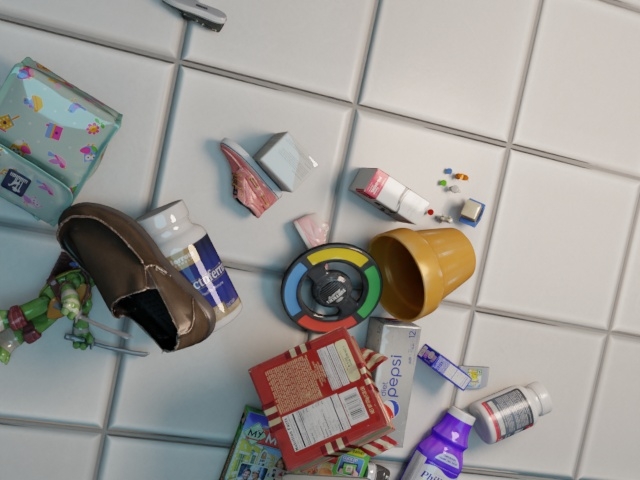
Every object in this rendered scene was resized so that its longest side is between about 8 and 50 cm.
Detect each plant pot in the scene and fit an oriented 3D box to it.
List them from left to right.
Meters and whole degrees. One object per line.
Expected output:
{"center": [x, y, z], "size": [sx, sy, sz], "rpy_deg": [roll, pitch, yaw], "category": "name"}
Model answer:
{"center": [0.237, 0.056, 1.714], "size": [0.188, 0.205, 0.205], "rpy_deg": [-19, 102, -30], "category": "plant pot"}

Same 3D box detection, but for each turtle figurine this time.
{"center": [-0.504, 0.173, 1.497], "size": [0.266, 0.198, 0.275], "rpy_deg": [-25, 99, -11], "category": "turtle figurine"}

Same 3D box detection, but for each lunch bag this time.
{"center": [-0.539, -0.181, 1.470], "size": [0.223, 0.160, 0.262], "rpy_deg": [32, 98, -20], "category": "lunch bag"}

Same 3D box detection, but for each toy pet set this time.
{"center": [0.326, -0.088, 1.796], "size": [0.114, 0.065, 0.122], "rpy_deg": [25, 85, 17], "category": "toy pet set"}

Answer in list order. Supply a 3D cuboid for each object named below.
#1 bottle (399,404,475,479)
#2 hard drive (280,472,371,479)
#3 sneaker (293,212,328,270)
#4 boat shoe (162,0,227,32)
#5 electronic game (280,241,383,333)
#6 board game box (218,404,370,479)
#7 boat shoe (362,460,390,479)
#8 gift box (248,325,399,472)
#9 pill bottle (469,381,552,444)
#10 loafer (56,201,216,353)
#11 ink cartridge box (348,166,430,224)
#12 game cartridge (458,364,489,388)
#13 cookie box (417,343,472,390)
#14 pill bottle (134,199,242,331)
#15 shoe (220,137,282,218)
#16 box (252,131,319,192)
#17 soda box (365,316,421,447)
{"center": [0.275, 0.531, 1.819], "size": [0.118, 0.092, 0.283], "rpy_deg": [30, 87, -16], "category": "bottle"}
{"center": [-0.024, 0.639, 1.700], "size": [0.203, 0.040, 0.308], "rpy_deg": [9, 121, -17], "category": "hard drive"}
{"center": [0.000, 0.000, 1.700], "size": [0.070, 0.051, 0.134], "rpy_deg": [-30, 99, -6], "category": "sneaker"}
{"center": [-0.264, -0.469, 1.575], "size": [0.142, 0.049, 0.040], "rpy_deg": [20, 129, -13], "category": "boat shoe"}
{"center": [0.026, 0.108, 1.689], "size": [0.229, 0.048, 0.229], "rpy_deg": [-5, 118, -9], "category": "electronic game"}
{"center": [-0.058, 0.521, 1.746], "size": [0.317, 0.046, 0.214], "rpy_deg": [20, 91, -17], "category": "board game box"}
{"center": [0.107, 0.634, 1.795], "size": [0.076, 0.080, 0.229], "rpy_deg": [18, 83, -16], "category": "boat shoe"}
{"center": [0.030, 0.339, 1.603], "size": [0.276, 0.258, 0.255], "rpy_deg": [-19, 73, 1], "category": "gift box"}
{"center": [0.463, 0.411, 1.854], "size": [0.180, 0.108, 0.108], "rpy_deg": [-19, 101, -13], "category": "pill bottle"}
{"center": [-0.357, 0.071, 1.441], "size": [0.366, 0.130, 0.134], "rpy_deg": [40, 116, -1], "category": "loafer"}
{"center": [0.153, -0.098, 1.704], "size": [0.150, 0.109, 0.063], "rpy_deg": [32, 86, -17], "category": "ink cartridge box"}
{"center": [0.371, 0.333, 1.867], "size": [0.083, 0.017, 0.056], "rpy_deg": [5, 98, -17], "category": "game cartridge"}
{"center": [0.291, 0.297, 1.800], "size": [0.107, 0.092, 0.040], "rpy_deg": [38, 88, -17], "category": "cookie box"}
{"center": [-0.281, 0.059, 1.572], "size": [0.153, 0.153, 0.265], "rpy_deg": [-28, 103, -12], "category": "pill bottle"}
{"center": [-0.166, -0.131, 1.631], "size": [0.081, 0.063, 0.178], "rpy_deg": [-47, 110, -11], "category": "shoe"}
{"center": [-0.077, -0.167, 1.633], "size": [0.087, 0.102, 0.101], "rpy_deg": [-47, 107, -9], "category": "box"}
{"center": [0.150, 0.324, 1.760], "size": [0.098, 0.091, 0.286], "rpy_deg": [6, 95, -18], "category": "soda box"}
